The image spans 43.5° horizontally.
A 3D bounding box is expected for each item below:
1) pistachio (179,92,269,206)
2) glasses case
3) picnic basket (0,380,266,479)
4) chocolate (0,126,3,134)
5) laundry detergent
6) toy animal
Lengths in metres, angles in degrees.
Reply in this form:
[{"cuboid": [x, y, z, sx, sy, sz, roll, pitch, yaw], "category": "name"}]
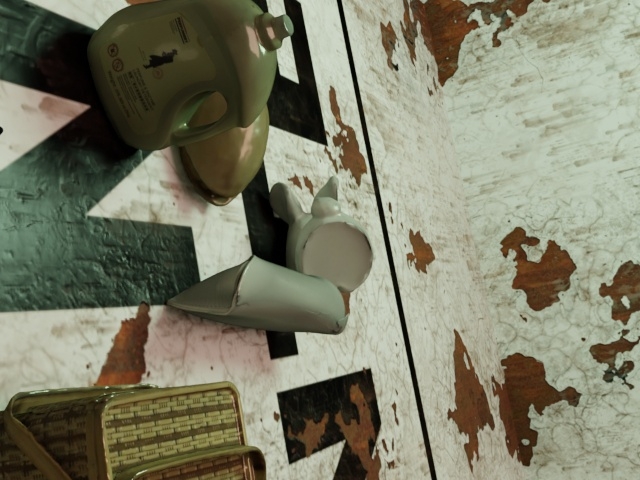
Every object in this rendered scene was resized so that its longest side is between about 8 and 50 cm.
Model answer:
[{"cuboid": [-0.138, -0.163, 1.131, 0.136, 0.136, 0.226, 16, 70, -63], "category": "pistachio"}, {"cuboid": [-0.077, 0.078, 1.105, 0.308, 0.128, 0.083, 23, 65, -61], "category": "glasses case"}, {"cuboid": [-0.168, 0.285, 0.741, 0.228, 0.175, 0.313, 14, 64, -63], "category": "picnic basket"}, {"cuboid": [-0.369, -0.095, 0.595, 0.148, 0.126, 0.343, 32, 24, 4], "category": "chocolate"}, {"cuboid": [-0.147, -0.213, 0.963, 0.091, 0.253, 0.181, -33, 108, -65], "category": "laundry detergent"}, {"cuboid": [0.002, -0.005, 1.284, 0.193, 0.127, 0.178, -122, -162, -65], "category": "toy animal"}]
